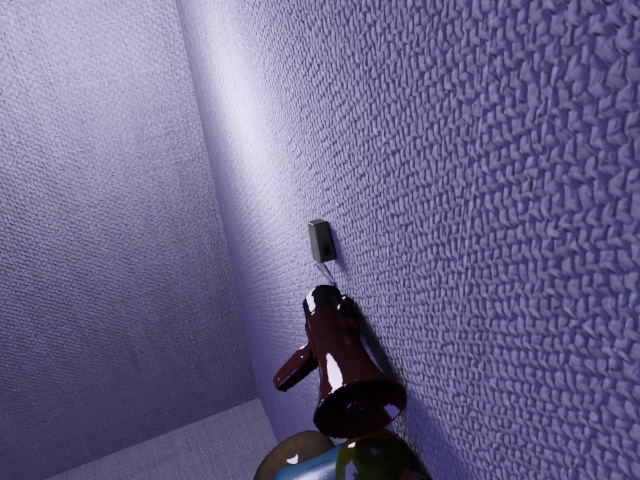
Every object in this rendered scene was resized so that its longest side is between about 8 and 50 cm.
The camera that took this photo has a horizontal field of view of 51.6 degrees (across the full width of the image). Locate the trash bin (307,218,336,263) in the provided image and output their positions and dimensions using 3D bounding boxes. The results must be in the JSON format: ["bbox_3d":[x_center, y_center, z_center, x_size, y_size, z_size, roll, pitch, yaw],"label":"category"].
[{"bbox_3d":[0.000,0.000,1.518,0.061,0.043,0.092,-155,50,-71],"label":"trash bin"}]

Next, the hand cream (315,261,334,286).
[{"bbox_3d":[0.014,0.080,1.623,0.093,0.019,0.030,52,155,36],"label":"hand cream"}]

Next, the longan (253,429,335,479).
[{"bbox_3d":[-0.062,0.835,2.193,0.404,0.336,0.405,12,-90,-82],"label":"longan"}]

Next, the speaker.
[{"bbox_3d":[0.031,0.282,1.462,0.329,0.198,0.259,-117,36,-52],"label":"speaker"}]

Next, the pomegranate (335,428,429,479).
[{"bbox_3d":[0.136,0.496,1.406,0.209,0.180,0.180,11,122,40],"label":"pomegranate"}]

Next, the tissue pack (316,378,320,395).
[{"bbox_3d":[0.048,0.458,1.845,0.155,0.065,0.116,-147,39,-66],"label":"tissue pack"}]

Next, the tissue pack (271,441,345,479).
[{"bbox_3d":[0.022,0.686,1.760,0.206,0.287,0.198,-132,26,-68],"label":"tissue pack"}]
